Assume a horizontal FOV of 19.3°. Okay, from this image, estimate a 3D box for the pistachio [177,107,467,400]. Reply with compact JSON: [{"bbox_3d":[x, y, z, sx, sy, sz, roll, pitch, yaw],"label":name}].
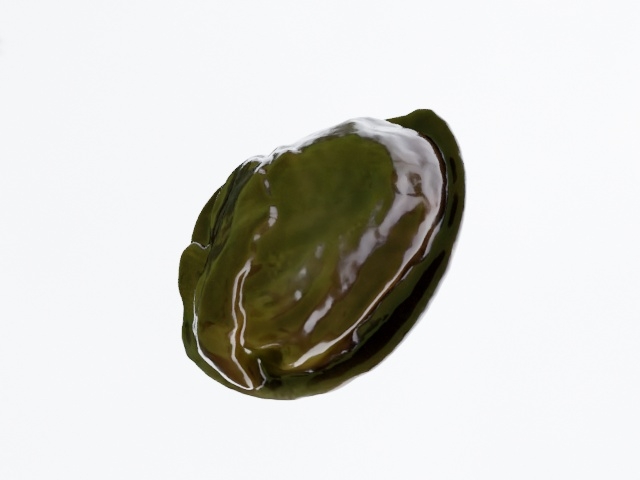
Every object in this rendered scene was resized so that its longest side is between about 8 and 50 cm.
[{"bbox_3d":[0.000,0.000,1.120,0.210,0.130,0.165,-44,-115,-5],"label":"pistachio"}]
